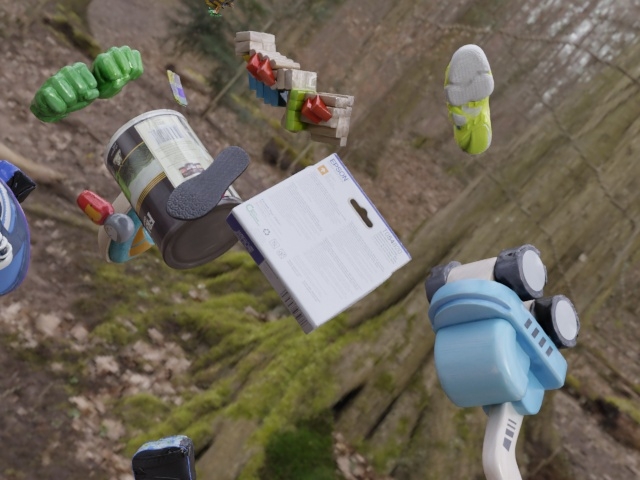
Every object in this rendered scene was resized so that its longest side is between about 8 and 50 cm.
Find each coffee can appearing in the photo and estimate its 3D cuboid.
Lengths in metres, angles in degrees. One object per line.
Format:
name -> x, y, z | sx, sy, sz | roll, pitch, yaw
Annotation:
coffee can -> -0.298, -0.107, 1.810 | 0.275, 0.202, 0.201 | 54, 3, 25

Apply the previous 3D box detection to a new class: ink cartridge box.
ink cartridge box -> 0.000, 0.000, 1.367 | 0.223, 0.224, 0.045 | 55, -33, 6

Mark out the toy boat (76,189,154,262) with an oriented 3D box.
toy boat -> -0.446, -0.047, 2.063 | 0.148, 0.267, 0.318 | 38, 8, 13

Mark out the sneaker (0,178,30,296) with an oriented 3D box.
sneaker -> -0.373, -0.005, 0.869 | 0.236, 0.130, 0.322 | -118, -163, -48

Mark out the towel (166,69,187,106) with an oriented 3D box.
towel -> -0.343, -0.364, 2.082 | 0.060, 0.009, 0.083 | 23, 48, -70

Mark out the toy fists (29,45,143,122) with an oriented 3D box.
toy fists -> -0.521, -0.356, 1.975 | 0.096, 0.279, 0.142 | 55, -39, 1

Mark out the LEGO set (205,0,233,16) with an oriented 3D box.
LEGO set -> -0.262, -0.578, 1.659 | 0.255, 0.331, 0.192 | 15, -23, -38

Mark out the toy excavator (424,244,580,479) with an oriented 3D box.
toy excavator -> 0.341, 0.299, 1.656 | 0.222, 0.445, 0.433 | -15, -55, 41

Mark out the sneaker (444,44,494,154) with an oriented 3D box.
sneaker -> 0.281, -0.287, 1.671 | 0.126, 0.091, 0.240 | -85, 170, -47

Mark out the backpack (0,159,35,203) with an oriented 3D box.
backpack -> -0.743, -0.117, 2.028 | 0.101, 0.120, 0.098 | 29, -14, 27

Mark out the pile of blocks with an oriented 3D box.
pile of blocks -> -0.090, -0.319, 1.848 | 0.362, 0.149, 0.113 | 43, 27, 27

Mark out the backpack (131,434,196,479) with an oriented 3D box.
backpack -> -0.303, 0.435, 1.696 | 0.084, 0.114, 0.104 | -80, 164, -79

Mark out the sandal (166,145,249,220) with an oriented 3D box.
sandal -> -0.183, -0.087, 1.437 | 0.067, 0.179, 0.040 | 42, -32, 2
